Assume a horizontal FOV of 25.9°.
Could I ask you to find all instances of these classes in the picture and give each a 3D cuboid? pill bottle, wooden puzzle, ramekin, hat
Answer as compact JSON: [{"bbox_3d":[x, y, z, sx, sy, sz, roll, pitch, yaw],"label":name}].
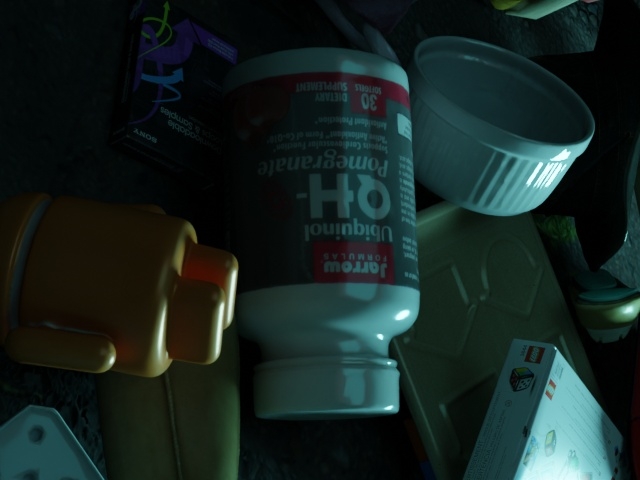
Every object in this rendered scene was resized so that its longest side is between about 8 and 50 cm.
[{"bbox_3d":[0.000,0.000,1.262,0.176,0.176,0.318,9,74,-45],"label":"pill bottle"},{"bbox_3d":[0.169,0.124,1.486,0.322,0.080,0.348,-23,97,-49],"label":"wooden puzzle"},{"bbox_3d":[0.173,-0.117,1.469,0.207,0.109,0.207,17,32,-11],"label":"ramekin"},{"bbox_3d":[0.282,-0.130,1.631,0.134,0.331,0.331,4,65,-1],"label":"hat"}]

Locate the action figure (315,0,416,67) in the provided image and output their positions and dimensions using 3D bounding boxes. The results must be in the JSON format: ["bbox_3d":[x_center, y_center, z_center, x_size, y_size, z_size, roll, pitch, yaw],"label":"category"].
[{"bbox_3d":[-0.057,-0.357,1.406,0.370,0.248,0.276,10,109,-32],"label":"action figure"}]

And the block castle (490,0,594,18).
[{"bbox_3d":[0.228,-0.522,1.706,0.303,0.213,0.453,12,66,-44],"label":"block castle"}]

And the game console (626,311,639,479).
[{"bbox_3d":[0.449,0.245,1.673,0.386,0.060,0.342,59,30,-36],"label":"game console"}]

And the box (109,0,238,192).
[{"bbox_3d":[-0.134,-0.139,1.297,0.116,0.029,0.162,26,58,-38],"label":"box"}]

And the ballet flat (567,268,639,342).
[{"bbox_3d":[0.334,0.082,1.613,0.232,0.080,0.073,-43,125,-81],"label":"ballet flat"}]

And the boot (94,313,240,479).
[{"bbox_3d":[-0.164,0.164,1.104,0.236,0.089,0.269,10,59,-34],"label":"boot"}]

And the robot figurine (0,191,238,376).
[{"bbox_3d":[-0.176,0.032,1.068,0.219,0.128,0.158,11,74,4],"label":"robot figurine"}]

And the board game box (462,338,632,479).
[{"bbox_3d":[0.242,0.255,1.424,0.305,0.053,0.193,48,58,-47],"label":"board game box"}]

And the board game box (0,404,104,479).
[{"bbox_3d":[-0.229,0.372,0.895,0.390,0.050,0.390,-39,104,-32],"label":"board game box"}]

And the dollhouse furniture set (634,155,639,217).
[{"bbox_3d":[0.546,-0.110,1.873,0.259,0.262,0.135,-9,82,-14],"label":"dollhouse furniture set"}]
